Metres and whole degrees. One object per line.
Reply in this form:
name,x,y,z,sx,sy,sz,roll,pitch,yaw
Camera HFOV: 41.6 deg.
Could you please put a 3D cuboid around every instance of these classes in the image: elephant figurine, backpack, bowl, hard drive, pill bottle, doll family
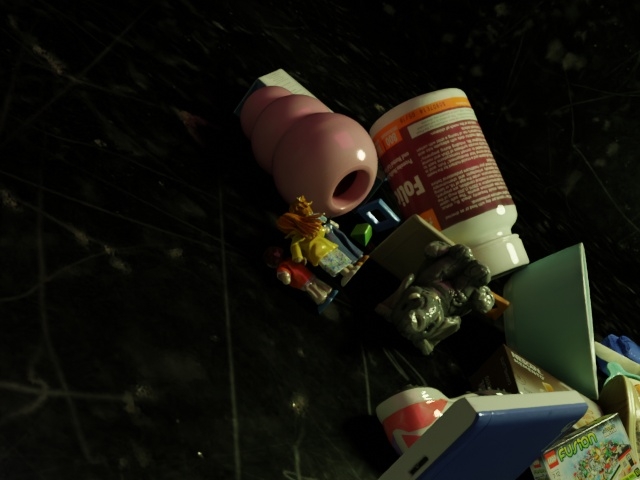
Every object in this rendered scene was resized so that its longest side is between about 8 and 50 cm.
elephant figurine,0.179,0.117,1.482,0.169,0.186,0.239,20,48,40
backpack,0.739,0.288,2.074,0.098,0.101,0.120,42,18,-12
bowl,0.461,0.168,1.692,0.311,0.163,0.311,-7,90,-72
hard drive,0.213,0.283,1.122,0.319,0.210,0.040,10,35,-50
pill bottle,0.272,-0.097,1.763,0.224,0.224,0.392,-5,70,-59
doll family,0.000,0.000,1.444,0.163,0.118,0.263,41,23,3

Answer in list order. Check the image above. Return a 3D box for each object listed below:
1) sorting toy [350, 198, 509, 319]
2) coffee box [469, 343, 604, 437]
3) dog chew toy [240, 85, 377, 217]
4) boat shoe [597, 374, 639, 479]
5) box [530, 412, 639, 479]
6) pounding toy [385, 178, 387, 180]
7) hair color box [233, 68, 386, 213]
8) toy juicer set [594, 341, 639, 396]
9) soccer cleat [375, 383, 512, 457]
sorting toy,0.211,0.037,1.628,0.348,0.196,0.047,37,54,-6
coffee box,0.397,0.312,1.497,0.247,0.098,0.141,33,23,-16
dog chew toy,-0.040,-0.191,1.659,0.207,0.206,0.332,10,28,-50
boat shoe,0.569,0.385,1.534,0.089,0.104,0.285,16,56,-14
box,0.436,0.370,1.380,0.207,0.036,0.114,-15,79,-35
pounding toy,0.152,-0.188,2.004,0.100,0.141,0.130,43,23,7
hair color box,-0.008,-0.224,1.870,0.347,0.105,0.174,39,24,0
toy juicer set,0.668,0.335,1.699,0.209,0.089,0.329,14,42,1
soccer cleat,0.213,0.290,1.271,0.318,0.109,0.116,14,47,-44
